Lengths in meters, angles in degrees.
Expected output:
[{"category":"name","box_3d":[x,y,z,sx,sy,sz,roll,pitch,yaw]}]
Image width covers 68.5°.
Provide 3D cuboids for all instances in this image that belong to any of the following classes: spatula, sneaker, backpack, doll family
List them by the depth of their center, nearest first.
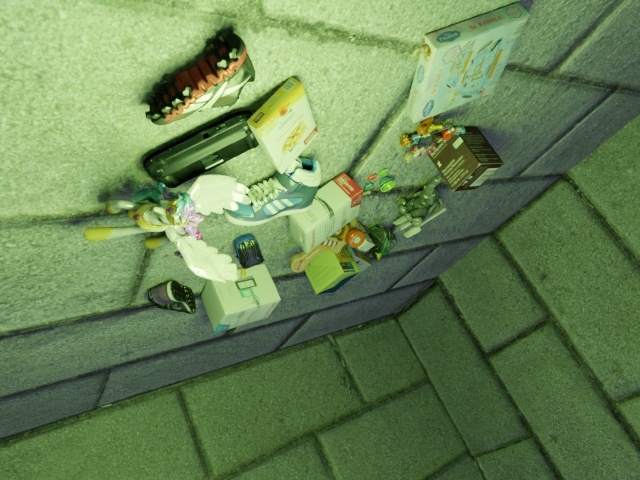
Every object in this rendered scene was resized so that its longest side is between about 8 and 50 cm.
[{"category":"sneaker","box_3d":[-0.260,-0.335,1.058,0.276,0.097,0.135,-33,155,10]},{"category":"sneaker","box_3d":[-0.149,-0.180,1.509,0.323,0.130,0.236,-12,143,-24]},{"category":"doll family","box_3d":[0.376,-0.379,1.700,0.163,0.118,0.263,-22,176,-29]},{"category":"backpack","box_3d":[-0.288,0.034,1.826,0.098,0.101,0.120,-25,126,-16]},{"category":"sneaker","box_3d":[-0.610,0.239,1.934,0.124,0.107,0.283,-13,154,3]},{"category":"spatula","box_3d":[0.495,-0.114,2.329,0.242,0.168,0.019,-32,121,1]},{"category":"sneaker","box_3d":[0.317,-0.010,2.401,0.146,0.134,0.343,-33,167,-5]}]

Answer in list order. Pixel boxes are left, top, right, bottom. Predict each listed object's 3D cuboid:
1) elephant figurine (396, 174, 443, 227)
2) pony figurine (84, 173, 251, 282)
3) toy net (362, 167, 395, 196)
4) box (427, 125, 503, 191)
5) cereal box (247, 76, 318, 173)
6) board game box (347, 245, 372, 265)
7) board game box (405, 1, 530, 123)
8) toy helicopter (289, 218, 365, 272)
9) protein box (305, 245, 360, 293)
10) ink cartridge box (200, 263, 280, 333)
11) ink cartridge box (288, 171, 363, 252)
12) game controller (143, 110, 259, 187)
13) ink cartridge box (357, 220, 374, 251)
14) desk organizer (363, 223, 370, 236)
[{"category":"elephant figurine","box_3d":[0.488,-0.181,2.165,0.239,0.169,0.186,-42,-165,10]},{"category":"pony figurine","box_3d":[-0.393,-0.042,1.280,0.363,0.302,0.351,-5,169,35]},{"category":"toy net","box_3d":[0.190,-0.204,1.916,0.232,0.045,0.122,-30,158,7]},{"category":"box","box_3d":[0.577,-0.327,1.880,0.167,0.203,0.168,-10,151,-36]},{"category":"cereal box","box_3d":[-0.095,-0.309,1.298,0.173,0.047,0.240,-49,158,-8]},{"category":"board game box","box_3d":[0.127,0.145,2.568,0.242,0.064,0.316,-33,157,13]},{"category":"board game box","box_3d":[0.439,-0.537,1.454,0.318,0.066,0.318,-23,157,-12]},{"category":"toy helicopter","box_3d":[0.000,0.000,2.009,0.355,0.140,0.235,-41,134,4]},{"category":"protein box","box_3d":[0.042,0.115,2.230,0.136,0.201,0.200,2,144,-50]},{"category":"ink cartridge box","box_3d":[-0.356,0.254,2.085,0.270,0.197,0.198,-11,152,-35]},{"category":"ink cartridge box","box_3d":[0.017,-0.101,1.773,0.273,0.114,0.197,-38,161,-18]},{"category":"game controller","box_3d":[-0.311,-0.242,1.274,0.319,0.067,0.166,-26,172,-2]},{"category":"ink cartridge box","box_3d":[0.184,-0.023,2.177,0.056,0.135,0.099,-36,156,18]},{"category":"desk organizer","box_3d":[0.176,-0.022,2.282,0.130,0.050,0.047,-26,157,-5]}]
